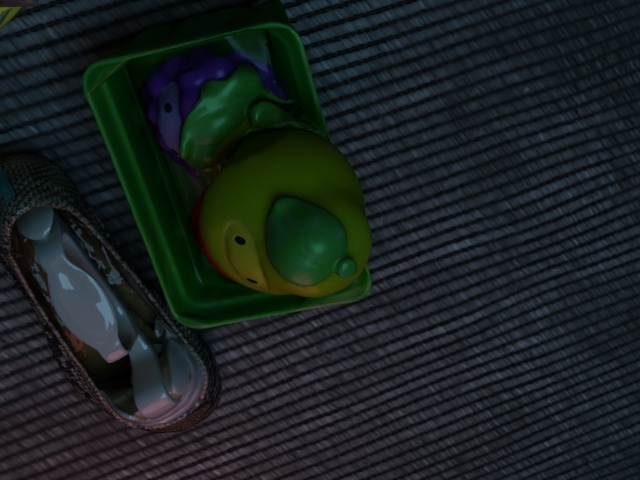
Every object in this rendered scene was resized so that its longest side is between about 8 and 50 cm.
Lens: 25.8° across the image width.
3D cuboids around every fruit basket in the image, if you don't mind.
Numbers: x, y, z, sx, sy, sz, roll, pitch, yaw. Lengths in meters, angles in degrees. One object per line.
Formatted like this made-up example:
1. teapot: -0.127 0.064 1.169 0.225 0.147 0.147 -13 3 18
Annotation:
1. fruit basket: -0.080 -0.050 1.520 0.283 0.392 0.392 -10 123 11

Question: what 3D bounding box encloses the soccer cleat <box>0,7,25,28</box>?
1. soccer cleat: -0.392 -0.234 1.500 0.289 0.093 0.121 -33 154 -9

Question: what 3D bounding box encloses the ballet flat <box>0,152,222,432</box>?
1. ballet flat: -0.252 0.107 1.665 0.164 0.182 0.482 -35 124 -4

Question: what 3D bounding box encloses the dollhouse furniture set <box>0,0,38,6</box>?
1. dollhouse furniture set: -0.381 -0.314 1.322 0.212 0.242 0.161 48 47 -64
